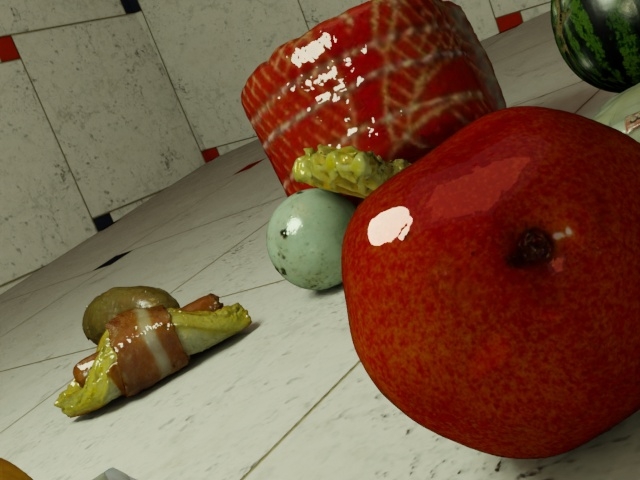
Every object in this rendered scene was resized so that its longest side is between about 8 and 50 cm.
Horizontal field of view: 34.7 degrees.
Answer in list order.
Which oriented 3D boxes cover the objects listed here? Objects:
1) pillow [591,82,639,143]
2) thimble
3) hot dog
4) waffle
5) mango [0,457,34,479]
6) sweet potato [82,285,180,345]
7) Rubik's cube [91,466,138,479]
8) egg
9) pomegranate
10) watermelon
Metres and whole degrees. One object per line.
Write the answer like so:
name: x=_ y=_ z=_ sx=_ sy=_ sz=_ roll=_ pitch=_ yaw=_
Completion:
pillow: x=0.383 y=-0.151 z=1.257 sx=0.128 sy=0.051 sz=0.229 roll=-29 pitch=7 yaw=34
thimble: x=0.081 y=-0.185 z=1.474 sx=0.350 sy=0.230 sz=0.350 roll=-22 pitch=-5 yaw=-2
hot dog: x=-0.219 y=0.129 z=1.271 sx=0.262 sy=0.093 sz=0.123 roll=-30 pitch=12 yaw=-12
waffle: x=0.111 y=-0.064 z=1.203 sx=0.250 sy=0.056 sz=0.261 roll=11 pitch=-3 yaw=-32
mango: x=-0.323 y=0.248 z=0.750 sx=0.350 sy=0.199 sz=0.201 roll=-25 pitch=-26 yaw=27
sweet potato: x=-0.284 y=0.112 z=1.496 sx=0.124 sy=0.098 sz=0.310 roll=-9 pitch=3 yaw=-21
Rubik's cube: x=-0.152 y=0.221 z=0.768 sx=0.073 sy=0.075 sz=0.084 roll=23 pitch=28 yaw=11
egg: x=0.000 y=0.000 z=1.292 sx=0.131 sy=0.131 sz=0.164 roll=-25 pitch=-8 yaw=12
pomegranate: x=0.124 y=0.028 z=0.662 sx=0.221 sy=0.221 sz=0.257 roll=-27 pitch=1 yaw=-1
watermelon: x=0.442 y=-0.325 z=1.401 sx=0.269 sy=0.269 sz=0.269 roll=-26 pitch=11 yaw=6
